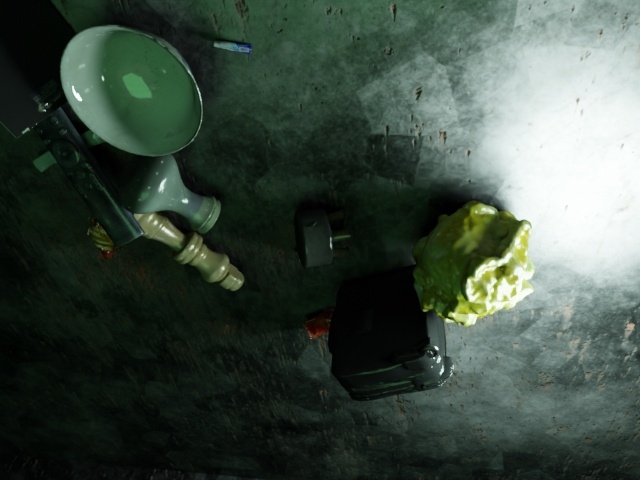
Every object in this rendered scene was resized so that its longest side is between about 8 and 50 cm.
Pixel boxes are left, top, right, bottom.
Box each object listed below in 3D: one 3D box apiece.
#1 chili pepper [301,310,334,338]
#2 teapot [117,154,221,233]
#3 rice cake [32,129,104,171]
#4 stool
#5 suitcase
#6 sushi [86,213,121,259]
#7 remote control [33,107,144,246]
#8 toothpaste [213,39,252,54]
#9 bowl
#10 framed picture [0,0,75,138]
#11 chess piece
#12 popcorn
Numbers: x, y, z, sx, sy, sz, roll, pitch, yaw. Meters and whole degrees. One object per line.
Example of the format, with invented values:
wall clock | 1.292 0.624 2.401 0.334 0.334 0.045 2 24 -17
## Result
chili pepper | 0.010 0.271 1.834 0.123 0.073 0.070 -22 167 31
teapot | -0.388 -0.121 1.478 0.183 0.183 0.251 -32 132 33
rice cake | -0.663 -0.241 1.492 0.245 0.042 0.045 -16 115 25
stool | -0.002 -0.009 1.536 0.139 0.228 0.153 -8 91 -9
suitcase | 0.187 0.257 1.591 0.339 0.345 0.188 -15 132 21
sushi | -0.631 -0.032 1.652 0.097 0.103 0.226 -3 136 -24
remote control | -0.599 -0.157 1.464 0.107 0.044 0.377 -23 107 22
toothpaste | -0.193 -0.427 1.248 0.083 0.015 0.024 7 133 -4
bowl | -0.394 -0.355 1.262 0.314 0.146 0.313 7 134 7
framed picture | -0.676 -0.428 1.213 0.014 0.255 0.338 26 156 52
chess piece | -0.386 0.026 1.649 0.117 0.117 0.397 -32 122 33
popcorn | 0.392 0.061 1.421 0.312 0.312 0.312 5 134 6
